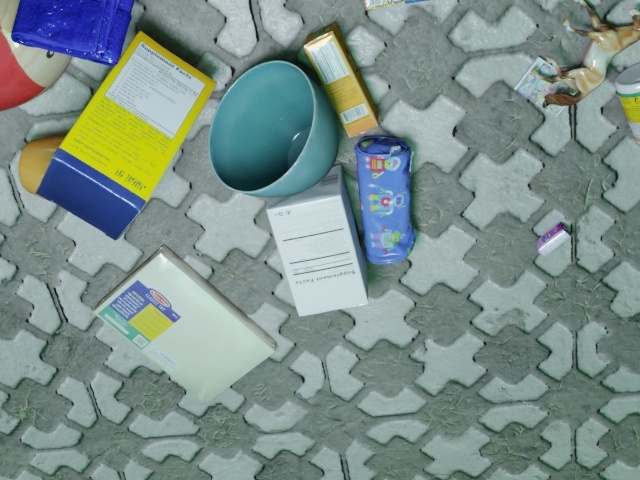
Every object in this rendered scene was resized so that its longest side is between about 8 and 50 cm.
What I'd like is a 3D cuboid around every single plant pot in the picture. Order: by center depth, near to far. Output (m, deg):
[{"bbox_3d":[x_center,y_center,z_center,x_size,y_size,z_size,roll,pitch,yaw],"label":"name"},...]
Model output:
[{"bbox_3d":[-0.073,-0.216,1.741,0.290,0.290,0.195,-39,147,21],"label":"plant pot"},{"bbox_3d":[-0.570,-0.158,1.823,0.187,0.205,0.205,8,120,15],"label":"plant pot"}]

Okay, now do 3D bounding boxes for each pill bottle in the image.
[{"bbox_3d":[0.727,-0.275,1.736,0.117,0.118,0.208,-24,115,15],"label":"pill bottle"}]

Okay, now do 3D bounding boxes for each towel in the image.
[{"bbox_3d":[-0.472,-0.515,1.580,0.227,0.076,0.309,13,84,4],"label":"towel"}]

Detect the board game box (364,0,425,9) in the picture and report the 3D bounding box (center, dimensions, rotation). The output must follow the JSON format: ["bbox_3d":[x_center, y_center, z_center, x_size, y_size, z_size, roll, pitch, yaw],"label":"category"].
[{"bbox_3d":[0.152,-0.580,1.632,0.146,0.045,0.194,-6,118,6],"label":"board game box"}]

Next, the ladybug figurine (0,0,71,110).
[{"bbox_3d":[-0.749,-0.404,1.701,0.449,0.162,0.305,-15,118,11],"label":"ladybug figurine"}]

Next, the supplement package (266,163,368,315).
[{"bbox_3d":[0.000,0.000,1.884,0.175,0.178,0.293,-11,118,8],"label":"supplement package"}]

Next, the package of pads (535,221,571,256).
[{"bbox_3d":[0.560,-0.002,1.932,0.032,0.050,0.083,41,114,-18],"label":"package of pads"}]

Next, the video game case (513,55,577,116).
[{"bbox_3d":[0.502,-0.339,1.771,0.122,0.011,0.087,30,116,-13],"label":"video game case"}]

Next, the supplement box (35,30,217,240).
[{"bbox_3d":[-0.398,-0.215,1.658,0.194,0.357,0.195,33,150,-15],"label":"supplement box"}]

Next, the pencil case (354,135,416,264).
[{"bbox_3d":[0.155,-0.095,1.859,0.133,0.119,0.306,-5,119,3],"label":"pencil case"}]

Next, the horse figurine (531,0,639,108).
[{"bbox_3d":[0.566,-0.391,1.704,0.174,0.066,0.263,21,109,-12],"label":"horse figurine"}]

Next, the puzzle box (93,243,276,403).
[{"bbox_3d":[-0.351,0.226,2.096,0.272,0.052,0.409,-38,111,21],"label":"puzzle box"}]

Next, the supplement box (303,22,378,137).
[{"bbox_3d":[0.048,-0.348,1.748,0.080,0.078,0.234,-19,116,16],"label":"supplement box"}]
